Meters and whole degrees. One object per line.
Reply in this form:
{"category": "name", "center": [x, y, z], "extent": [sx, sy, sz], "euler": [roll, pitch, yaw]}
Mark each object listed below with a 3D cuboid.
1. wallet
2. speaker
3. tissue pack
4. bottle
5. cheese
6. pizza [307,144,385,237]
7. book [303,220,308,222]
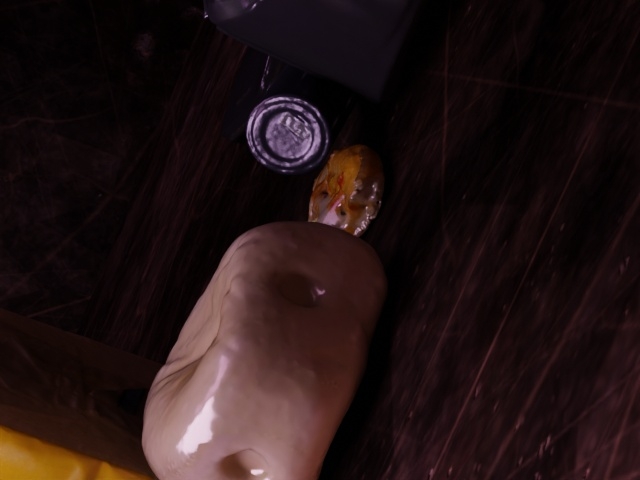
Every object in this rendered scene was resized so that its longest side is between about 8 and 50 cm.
{"category": "wallet", "center": [-0.072, -0.212, 2.355], "extent": [0.250, 0.044, 0.149], "euler": [148, 141, -72]}
{"category": "speaker", "center": [0.070, -0.316, 1.489], "extent": [0.388, 0.180, 0.184], "euler": [-67, 15, 0]}
{"category": "tissue pack", "center": [-0.252, 0.272, 1.456], "extent": [0.382, 0.293, 0.228], "euler": [-63, 19, 14]}
{"category": "bottle", "center": [-0.007, -0.126, 1.643], "extent": [0.082, 0.072, 0.244], "euler": [-41, 9, 23]}
{"category": "cheese", "center": [-0.040, 0.088, 1.314], "extent": [0.218, 0.117, 0.235], "euler": [-67, 13, -9]}
{"category": "pizza", "center": [0.000, 0.000, 1.525], "extent": [0.184, 0.036, 0.176], "euler": [-112, 46, -77]}
{"category": "book", "center": [-0.072, 0.116, 1.662], "extent": [0.202, 0.027, 0.264], "euler": [159, 133, -76]}
